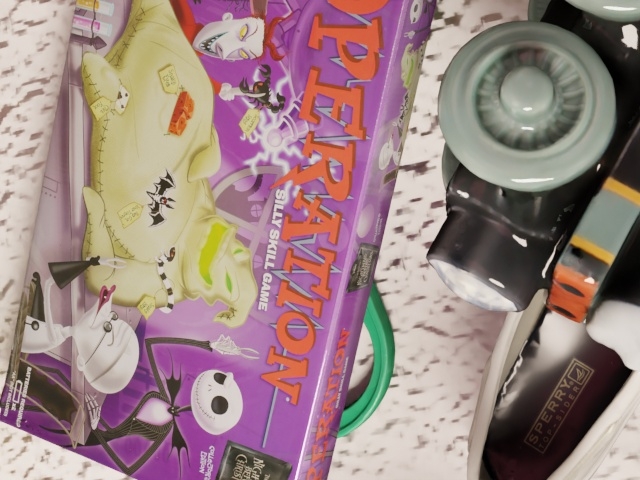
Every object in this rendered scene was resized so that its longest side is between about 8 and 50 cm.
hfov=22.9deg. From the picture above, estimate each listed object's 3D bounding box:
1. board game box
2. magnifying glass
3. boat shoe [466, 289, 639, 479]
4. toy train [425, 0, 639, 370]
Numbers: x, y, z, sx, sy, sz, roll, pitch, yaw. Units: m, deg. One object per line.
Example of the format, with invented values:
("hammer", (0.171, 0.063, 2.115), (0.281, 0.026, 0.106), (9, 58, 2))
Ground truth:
("board game box", (-0.061, -0.030, 0.882), (0.208, 0.056, 0.347), (16, 101, 22))
("magnifying glass", (0.000, 0.000, 0.896), (0.092, 0.026, 0.231), (5, 100, 19))
("boat shoe", (0.146, 0.026, 0.812), (0.096, 0.088, 0.268), (32, 105, 13))
("toy train", (0.185, -0.096, 0.724), (0.190, 0.142, 0.334), (28, 80, 12))
